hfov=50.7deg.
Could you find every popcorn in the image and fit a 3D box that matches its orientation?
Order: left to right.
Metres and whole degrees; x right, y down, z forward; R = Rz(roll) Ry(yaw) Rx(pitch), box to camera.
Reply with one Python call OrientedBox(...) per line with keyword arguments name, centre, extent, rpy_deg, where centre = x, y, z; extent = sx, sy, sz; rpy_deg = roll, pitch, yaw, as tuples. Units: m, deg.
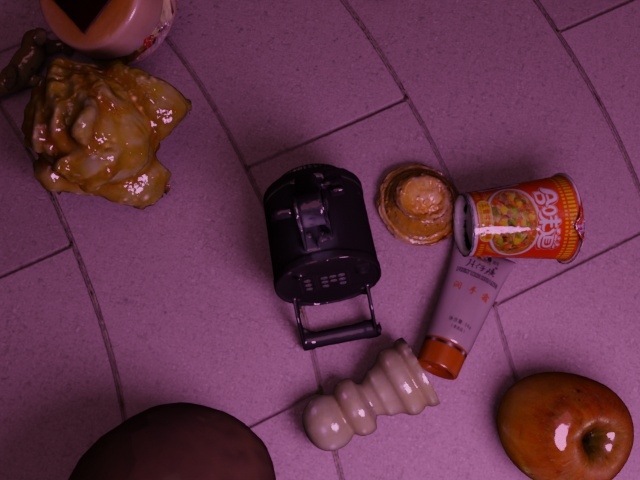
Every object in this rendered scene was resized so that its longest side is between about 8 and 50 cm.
OrientedBox(name="popcorn", centre=(-0.430, -0.239, 1.357), extent=(0.326, 0.290, 0.321), rpy_deg=(-13, 77, 15))

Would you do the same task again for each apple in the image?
OrientedBox(name="apple", centre=(0.449, 0.348, 1.265), extent=(0.237, 0.207, 0.236), rpy_deg=(0, 89, -14))

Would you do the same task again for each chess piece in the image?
OrientedBox(name="chess piece", centre=(0.083, 0.309, 1.297), extent=(0.251, 0.144, 0.144), rpy_deg=(-29, 77, -2))

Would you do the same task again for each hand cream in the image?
OrientedBox(name="hand cream", centre=(0.297, 0.129, 1.374), extent=(0.140, 0.089, 0.314), rpy_deg=(23, 66, 4))

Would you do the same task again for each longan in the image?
OrientedBox(name="longan", centre=(-0.244, 0.476, 1.137), extent=(0.405, 0.336, 0.404), rpy_deg=(5, 82, -37))

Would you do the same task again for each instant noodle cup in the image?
OrientedBox(name="instant noodle cup", centre=(0.387, -0.036, 1.355), extent=(0.212, 0.193, 0.193), rpy_deg=(-4, 75, -6))

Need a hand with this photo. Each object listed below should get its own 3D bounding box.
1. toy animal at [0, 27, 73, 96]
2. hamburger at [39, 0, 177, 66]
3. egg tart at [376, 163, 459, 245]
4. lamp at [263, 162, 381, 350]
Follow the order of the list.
OrientedBox(name="toy animal", centre=(-0.657, -0.386, 1.495), extent=(0.101, 0.103, 0.218), rpy_deg=(20, 76, 24))
OrientedBox(name="hamburger", centre=(-0.457, -0.524, 1.455), extent=(0.302, 0.170, 0.301), rpy_deg=(2, 97, 17))
OrientedBox(name="egg tart", centre=(0.213, -0.081, 1.432), extent=(0.191, 0.074, 0.191), rpy_deg=(1, 74, -4))
OrientedBox(name="lamp", centre=(0.000, -0.007, 1.331), extent=(0.205, 0.374, 0.272), rpy_deg=(-11, 43, 2))
